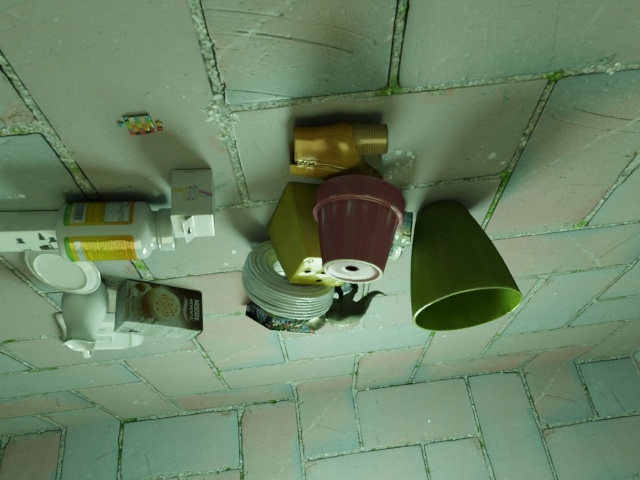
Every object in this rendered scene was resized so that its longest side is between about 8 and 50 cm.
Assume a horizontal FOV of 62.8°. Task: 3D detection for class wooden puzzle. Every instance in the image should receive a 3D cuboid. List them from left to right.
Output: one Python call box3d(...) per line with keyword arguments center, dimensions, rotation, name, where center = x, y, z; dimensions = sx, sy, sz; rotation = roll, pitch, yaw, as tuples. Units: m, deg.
box3d(center=(-0.352, -0.225, 1.022), dimensions=(0.083, 0.006, 0.049), rotation=(-7, 150, -3), name="wooden puzzle")

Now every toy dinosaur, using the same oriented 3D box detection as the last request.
box3d(center=(0.055, 0.217, 1.670), dimensions=(0.313, 0.160, 0.121), rotation=(2, 149, -14), name="toy dinosaur")

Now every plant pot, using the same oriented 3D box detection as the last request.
box3d(center=(0.000, 0.000, 1.317), dimensions=(0.212, 0.187, 0.212), rotation=(3, 148, -20), name="plant pot")
box3d(center=(0.077, -0.013, 1.129), dimensions=(0.201, 0.180, 0.201), rotation=(6, 155, 3), name="plant pot")
box3d(center=(0.348, 0.053, 1.385), dimensions=(0.274, 0.293, 0.275), rotation=(-7, 150, -4), name="plant pot")

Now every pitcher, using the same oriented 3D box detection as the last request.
box3d(center=(-0.679, 0.223, 1.513), dimensions=(0.125, 0.207, 0.178), rotation=(0, 150, -14), name="pitcher")

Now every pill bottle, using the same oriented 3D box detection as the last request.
box3d(center=(-0.464, -0.022, 1.214), dimensions=(0.245, 0.136, 0.136), rotation=(-2, 150, -11), name="pill bottle")

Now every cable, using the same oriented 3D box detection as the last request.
box3d(center=(-0.081, 0.100, 1.404), dimensions=(0.257, 0.257, 0.089), rotation=(20, 119, 3), name="cable")

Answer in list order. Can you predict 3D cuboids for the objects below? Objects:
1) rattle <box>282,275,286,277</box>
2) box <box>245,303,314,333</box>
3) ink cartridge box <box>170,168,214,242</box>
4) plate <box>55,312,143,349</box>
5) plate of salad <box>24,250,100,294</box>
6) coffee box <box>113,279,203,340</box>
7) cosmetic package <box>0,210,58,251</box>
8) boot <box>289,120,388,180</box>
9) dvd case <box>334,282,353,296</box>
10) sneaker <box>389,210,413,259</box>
box3d(center=(-0.073, 0.097, 1.559), dimensions=(0.199, 0.143, 0.130), rotation=(35, 168, 1), name="rattle")
box3d(center=(-0.137, 0.261, 1.755), dimensions=(0.159, 0.044, 0.233), rotation=(11, 180, -28), name="box")
box3d(center=(-0.281, -0.074, 1.162), dimensions=(0.090, 0.143, 0.092), rotation=(-3, 150, -9), name="ink cartridge box")
box3d(center=(-0.766, 0.327, 1.837), dimensions=(0.277, 0.045, 0.278), rotation=(3, 148, -18), name="plate")
box3d(center=(-0.680, 0.070, 1.390), dimensions=(0.200, 0.048, 0.200), rotation=(4, 134, 5), name="plate of salad")
box3d(center=(-0.497, 0.219, 1.622), dimensions=(0.246, 0.141, 0.098), rotation=(15, 143, -36), name="coffee box")
box3d(center=(-0.716, -0.019, 1.235), dimensions=(0.239, 0.060, 0.099), rotation=(-2, 149, -11), name="cosmetic package")
box3d(center=(0.037, -0.155, 1.166), dimensions=(0.211, 0.104, 0.295), rotation=(-2, 148, 2), name="boot")
box3d(center=(0.029, 0.125, 1.698), dimensions=(0.179, 0.030, 0.239), rotation=(-6, 151, -5), name="dvd case")
box3d(center=(0.168, -0.025, 1.392), dimensions=(0.122, 0.110, 0.283), rotation=(9, 165, 3), name="sneaker")
